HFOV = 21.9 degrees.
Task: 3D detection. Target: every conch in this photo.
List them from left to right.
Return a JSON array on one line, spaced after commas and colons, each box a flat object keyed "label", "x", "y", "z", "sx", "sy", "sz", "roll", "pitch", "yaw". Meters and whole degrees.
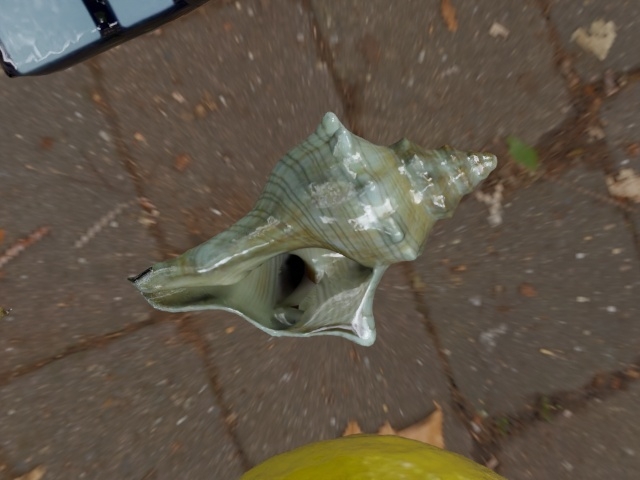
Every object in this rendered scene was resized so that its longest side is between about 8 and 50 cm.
[{"label": "conch", "x": 0.010, "y": -0.001, "z": 1.103, "sx": 0.234, "sy": 0.114, "sz": 0.137, "roll": -39, "pitch": 93, "yaw": 22}]

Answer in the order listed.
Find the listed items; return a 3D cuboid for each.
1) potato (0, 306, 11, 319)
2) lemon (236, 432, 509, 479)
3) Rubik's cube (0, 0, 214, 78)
[{"label": "potato", "x": -0.452, "y": 0.095, "z": 1.866, "sx": 0.098, "sy": 0.243, "sz": 0.138, "roll": 42, "pitch": 77, "yaw": -42}, {"label": "lemon", "x": 0.036, "y": 0.292, "z": 1.100, "sx": 0.364, "sy": 0.364, "sz": 0.364, "roll": 0, "pitch": 89, "yaw": 1}, {"label": "Rubik's cube", "x": -0.159, "y": -0.334, "z": 1.347, "sx": 0.293, "sy": 0.288, "sz": 0.283, "roll": -23, "pitch": 110, "yaw": 24}]
